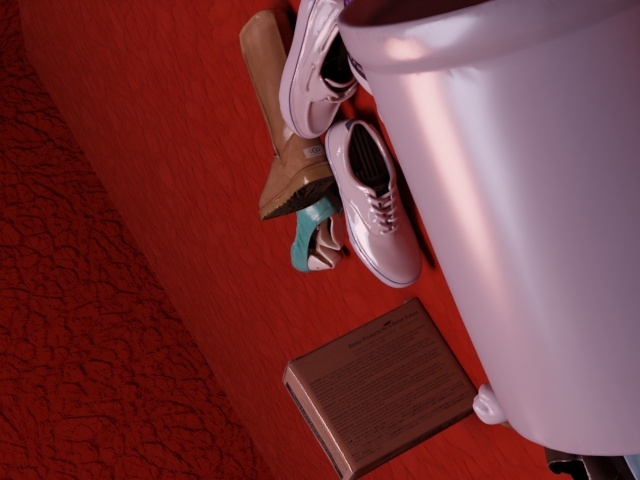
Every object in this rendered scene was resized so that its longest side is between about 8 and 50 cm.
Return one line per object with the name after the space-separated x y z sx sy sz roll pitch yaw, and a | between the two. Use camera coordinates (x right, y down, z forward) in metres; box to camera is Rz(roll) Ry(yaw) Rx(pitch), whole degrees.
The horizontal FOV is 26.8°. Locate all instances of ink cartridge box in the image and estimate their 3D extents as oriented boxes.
0.090 0.226 2.023 0.193 0.234 0.088 58 160 18 | ink cartridge box

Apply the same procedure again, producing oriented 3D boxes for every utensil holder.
0.230 -0.064 1.111 0.327 0.327 0.385 22 137 64 | utensil holder

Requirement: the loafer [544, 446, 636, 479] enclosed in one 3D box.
0.315 0.254 1.693 0.220 0.078 0.080 55 160 24 | loafer

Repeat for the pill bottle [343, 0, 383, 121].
0.112 -0.261 1.387 0.181 0.181 0.323 49 157 37 | pill bottle

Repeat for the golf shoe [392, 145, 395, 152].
0.167 -0.067 1.696 0.198 0.077 0.094 56 172 44 | golf shoe

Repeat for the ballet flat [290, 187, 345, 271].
0.000 0.000 2.219 0.087 0.083 0.247 45 156 24 | ballet flat

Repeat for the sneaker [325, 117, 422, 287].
0.076 -0.053 1.909 0.258 0.094 0.091 65 166 -1 | sneaker

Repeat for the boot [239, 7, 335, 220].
-0.065 -0.187 2.060 0.236 0.089 0.269 -37 69 59 | boot

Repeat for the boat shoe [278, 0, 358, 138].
0.014 -0.232 1.832 0.088 0.096 0.267 48 141 31 | boat shoe

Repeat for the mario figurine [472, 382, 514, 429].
0.240 0.081 1.460 0.320 0.170 0.198 98 165 -59 | mario figurine

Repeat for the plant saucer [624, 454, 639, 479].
0.420 0.231 1.435 0.317 0.043 0.317 52 158 31 | plant saucer
